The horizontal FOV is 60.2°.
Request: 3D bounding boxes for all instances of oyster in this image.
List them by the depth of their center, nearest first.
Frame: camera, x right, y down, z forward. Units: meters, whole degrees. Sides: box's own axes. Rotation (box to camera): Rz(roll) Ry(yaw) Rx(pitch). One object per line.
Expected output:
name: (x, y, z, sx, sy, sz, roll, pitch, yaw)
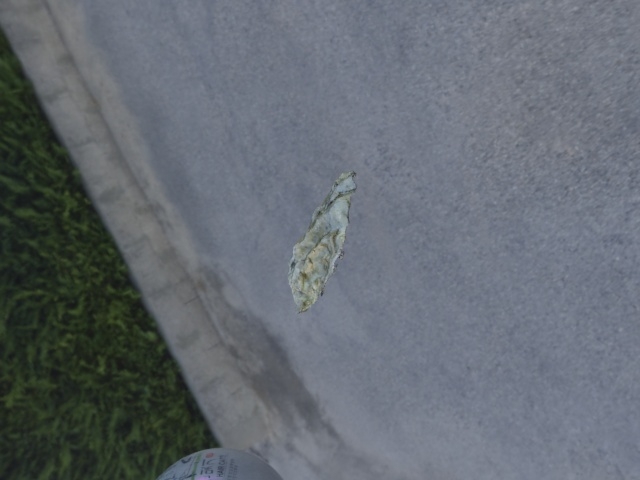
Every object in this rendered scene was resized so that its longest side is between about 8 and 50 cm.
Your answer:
oyster: (0.002, -0.007, 0.829, 0.072, 0.133, 0.209, 15, 117, -8)

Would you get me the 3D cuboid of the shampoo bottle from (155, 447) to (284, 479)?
shampoo bottle: (-0.164, 0.483, 0.858, 0.273, 0.273, 0.266, 64, 178, -6)
